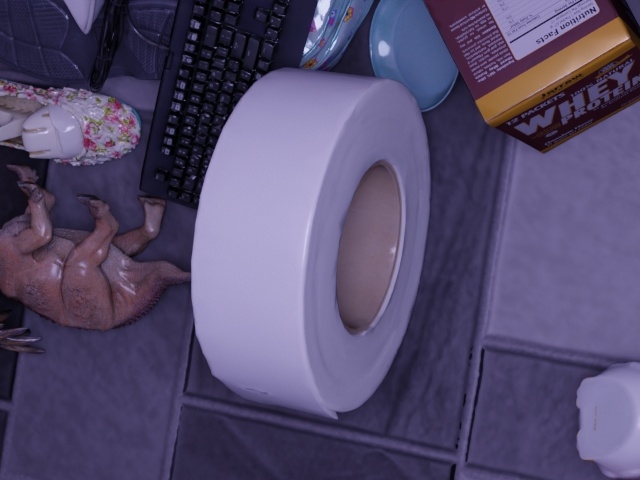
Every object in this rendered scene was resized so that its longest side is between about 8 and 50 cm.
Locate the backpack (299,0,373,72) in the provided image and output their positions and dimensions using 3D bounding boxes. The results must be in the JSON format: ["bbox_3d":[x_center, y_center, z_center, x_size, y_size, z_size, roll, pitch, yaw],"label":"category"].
[{"bbox_3d":[-0.018,-0.240,1.295,0.152,0.115,0.182,25,99,19],"label":"backpack"}]

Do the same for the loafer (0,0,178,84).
[{"bbox_3d":[-0.216,-0.218,1.403,0.302,0.095,0.109,10,121,27],"label":"loafer"}]

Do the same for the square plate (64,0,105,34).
[{"bbox_3d":[-0.240,-0.428,1.275,0.344,0.049,0.347,58,147,27],"label":"square plate"}]

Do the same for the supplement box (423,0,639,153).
[{"bbox_3d":[0.177,-0.197,1.168,0.129,0.191,0.194,-29,75,18],"label":"supplement box"}]

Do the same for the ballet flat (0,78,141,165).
[{"bbox_3d":[-0.297,-0.115,1.417,0.241,0.077,0.091,10,120,26],"label":"ballet flat"}]

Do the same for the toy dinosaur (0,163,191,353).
[{"bbox_3d":[-0.258,0.043,1.378,0.295,0.127,0.200,12,99,11],"label":"toy dinosaur"}]

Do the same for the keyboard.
[{"bbox_3d":[-0.122,-0.162,1.262,0.201,0.033,0.317,22,130,4],"label":"keyboard"}]

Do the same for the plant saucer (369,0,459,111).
[{"bbox_3d":[0.092,-0.177,1.273,0.119,0.021,0.119,15,110,48],"label":"plant saucer"}]

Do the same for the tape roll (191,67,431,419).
[{"bbox_3d":[0.000,0.000,1.179,0.100,0.286,0.286,10,90,22],"label":"tape roll"}]

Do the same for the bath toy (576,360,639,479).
[{"bbox_3d":[0.253,0.275,1.144,0.151,0.129,0.348,0,80,59],"label":"bath toy"}]
